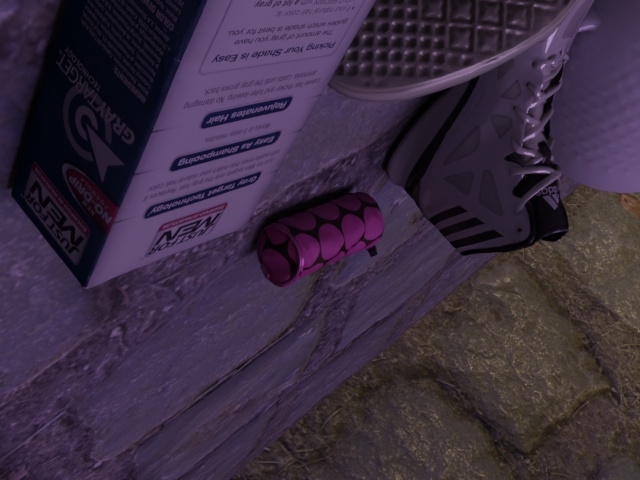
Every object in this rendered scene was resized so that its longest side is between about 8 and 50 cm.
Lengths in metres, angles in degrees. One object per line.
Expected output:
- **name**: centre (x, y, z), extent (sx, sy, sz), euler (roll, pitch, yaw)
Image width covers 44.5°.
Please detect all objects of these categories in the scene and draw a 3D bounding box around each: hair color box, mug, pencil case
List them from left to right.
- **hair color box**: centre (-0.071, -0.135, 0.518), extent (0.174, 0.105, 0.347), euler (-24, 154, -48)
- **pencil case**: centre (0.000, 0.000, 1.062), extent (0.098, 0.095, 0.209), euler (-36, 169, 38)
- **mug**: centre (0.441, -0.268, 1.181), extent (0.375, 0.276, 0.328), euler (-10, 148, -6)

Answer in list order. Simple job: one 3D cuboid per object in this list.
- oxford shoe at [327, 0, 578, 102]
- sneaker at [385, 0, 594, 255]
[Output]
- **oxford shoe**: centre (0.171, -0.270, 0.692), extent (0.449, 0.169, 0.130), euler (-41, -175, -9)
- **sneaker**: centre (0.281, -0.149, 1.008), extent (0.169, 0.257, 0.447), euler (-15, 150, -39)
